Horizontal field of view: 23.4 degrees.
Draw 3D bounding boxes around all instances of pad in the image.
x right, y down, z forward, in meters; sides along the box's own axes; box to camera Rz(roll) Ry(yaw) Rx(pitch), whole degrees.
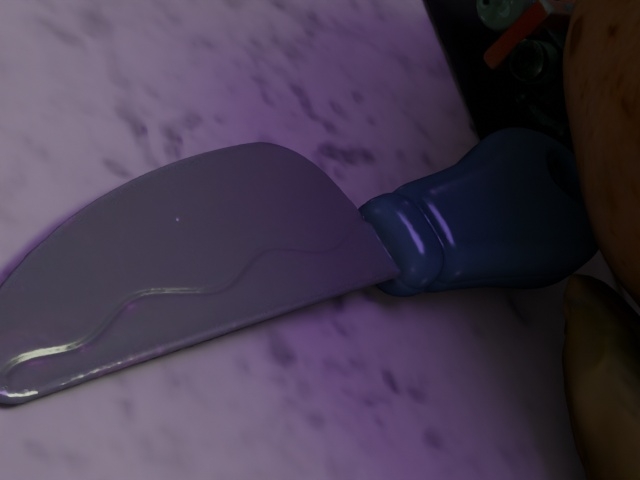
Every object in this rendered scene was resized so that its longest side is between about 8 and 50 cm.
[{"bbox_3d":[0.081,-0.070,0.585,0.112,0.003,0.157,14,47,-40],"label":"pad"}]

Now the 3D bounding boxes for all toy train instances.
[{"bbox_3d":[0.094,-0.073,0.562,0.103,0.044,0.064,-5,58,-53],"label":"toy train"}]

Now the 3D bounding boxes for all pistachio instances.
[{"bbox_3d":[0.113,0.086,0.430,0.173,0.049,0.089,50,11,18],"label":"pistachio"}]

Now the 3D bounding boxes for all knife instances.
[{"bbox_3d":[0.000,-0.002,0.413,0.244,0.032,0.058,-9,69,-47],"label":"knife"}]

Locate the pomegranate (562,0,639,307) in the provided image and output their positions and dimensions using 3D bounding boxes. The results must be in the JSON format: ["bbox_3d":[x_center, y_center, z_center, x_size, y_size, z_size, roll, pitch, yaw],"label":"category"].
[{"bbox_3d":[0.184,-0.049,0.431,0.248,0.248,0.248,29,39,-27],"label":"pomegranate"}]
